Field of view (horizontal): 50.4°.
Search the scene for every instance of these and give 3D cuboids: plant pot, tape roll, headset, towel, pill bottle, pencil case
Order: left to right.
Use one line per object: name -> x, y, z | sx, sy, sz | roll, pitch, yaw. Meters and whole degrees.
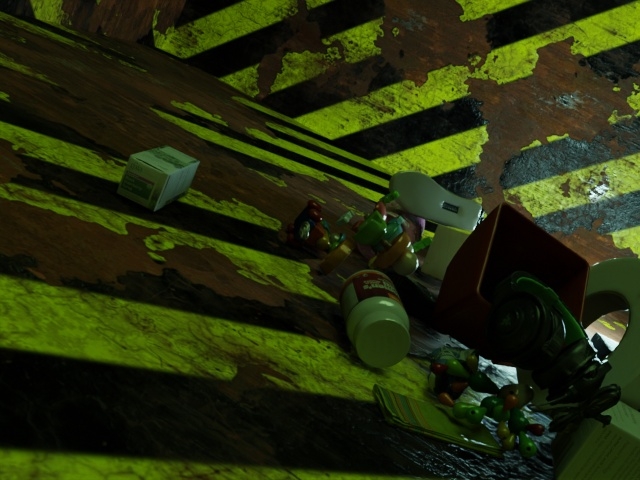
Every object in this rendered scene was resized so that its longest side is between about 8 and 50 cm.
pill bottle -> 0.106, 0.150, 1.324 | 0.121, 0.121, 0.221 | 24, 16, -12
pencil case -> 0.217, -0.035, 2.046 | 0.167, 0.160, 0.386 | -3, 10, 14
towel -> 0.203, 0.307, 1.165 | 0.237, 0.021, 0.102 | 22, 17, -20
plant pot -> 0.404, 0.126, 1.526 | 0.267, 0.236, 0.267 | 33, 54, -12
headset -> 0.426, 0.188, 1.205 | 0.243, 0.185, 0.394 | 41, 31, -10
tape roll -> 0.585, 0.208, 1.433 | 0.072, 0.392, 0.392 | 38, 12, -15

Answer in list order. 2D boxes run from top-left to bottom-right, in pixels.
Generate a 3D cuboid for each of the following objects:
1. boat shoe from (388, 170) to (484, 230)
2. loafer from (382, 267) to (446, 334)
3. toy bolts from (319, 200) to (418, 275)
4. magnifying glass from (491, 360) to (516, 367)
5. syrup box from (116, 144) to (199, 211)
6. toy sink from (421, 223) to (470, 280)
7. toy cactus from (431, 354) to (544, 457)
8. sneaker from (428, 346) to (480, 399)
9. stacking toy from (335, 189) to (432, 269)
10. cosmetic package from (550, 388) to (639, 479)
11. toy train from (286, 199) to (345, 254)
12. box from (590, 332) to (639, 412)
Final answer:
boat shoe -> 0.318, -0.114, 2.055 | 0.341, 0.127, 0.158 | 24, -6, -26
loafer -> 0.237, 0.148, 1.653 | 0.220, 0.080, 0.078 | 39, 13, 8
toy bolts -> 0.134, 0.031, 1.624 | 0.158, 0.218, 0.228 | 45, 25, -4
magnifying glass -> 0.512, 0.303, 1.635 | 0.231, 0.026, 0.092 | 14, -18, -23
syrup box -> -0.363, -0.146, 1.542 | 0.093, 0.096, 0.237 | 26, 16, 0
toy sink -> 0.409, 0.047, 2.057 | 0.131, 0.152, 0.234 | 22, 6, 24
toy cactus -> 0.314, 0.276, 1.197 | 0.181, 0.112, 0.219 | -4, 30, -42
sneaker -> 0.248, 0.257, 1.337 | 0.081, 0.080, 0.211 | 10, 6, 27
stacking toy -> 0.164, -0.028, 1.766 | 0.167, 0.221, 0.052 | 52, 43, -12
cosmetic package -> 0.532, 0.388, 1.205 | 0.184, 0.151, 0.151 | 30, 17, 8
toy train -> 0.000, 0.000, 1.701 | 0.143, 0.105, 0.248 | 38, 13, -13
box -> 0.743, 0.401, 1.471 | 0.343, 0.178, 0.312 | 27, 16, -2
